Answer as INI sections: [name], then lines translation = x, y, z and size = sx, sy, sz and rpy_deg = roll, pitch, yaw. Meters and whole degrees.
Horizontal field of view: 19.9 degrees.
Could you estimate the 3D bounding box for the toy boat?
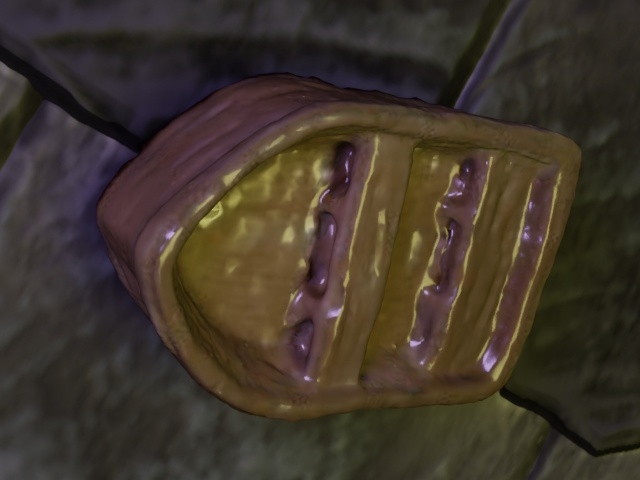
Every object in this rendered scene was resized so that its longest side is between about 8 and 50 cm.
[toy boat]
translation = 0.000, 0.000, 0.649
size = 0.188, 0.061, 0.116
rpy_deg = 3, 109, -42
